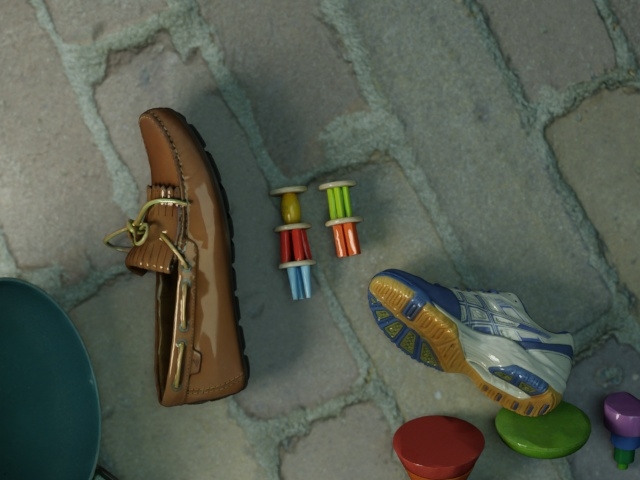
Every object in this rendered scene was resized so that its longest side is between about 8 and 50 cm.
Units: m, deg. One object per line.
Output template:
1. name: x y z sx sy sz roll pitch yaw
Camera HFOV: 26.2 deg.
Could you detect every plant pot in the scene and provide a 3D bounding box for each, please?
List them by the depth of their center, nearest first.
1. plant pot: -0.425 0.206 1.636 0.195 0.290 0.290 -15 87 24

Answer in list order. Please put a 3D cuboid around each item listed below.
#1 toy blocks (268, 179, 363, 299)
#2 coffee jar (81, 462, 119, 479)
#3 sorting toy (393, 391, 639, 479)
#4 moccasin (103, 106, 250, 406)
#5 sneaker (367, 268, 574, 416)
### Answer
1. toy blocks: 0.000 0.000 1.829 0.123 0.054 0.148 -7 86 -11
2. coffee jar: -0.313 0.371 1.718 0.096 0.079 0.184 40 78 -13
3. sorting toy: 0.274 0.297 1.850 0.365 0.127 0.126 -8 115 -15
4. moccasin: -0.191 0.021 1.757 0.147 0.139 0.380 -8 96 -21
5. sneaker: 0.203 0.113 1.849 0.296 0.112 0.131 33 55 -3
